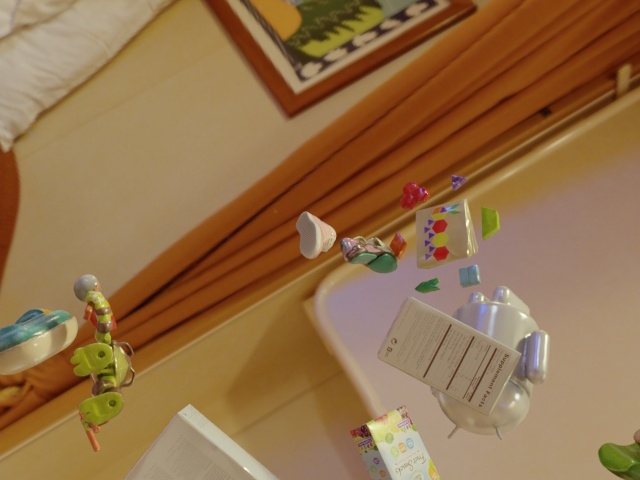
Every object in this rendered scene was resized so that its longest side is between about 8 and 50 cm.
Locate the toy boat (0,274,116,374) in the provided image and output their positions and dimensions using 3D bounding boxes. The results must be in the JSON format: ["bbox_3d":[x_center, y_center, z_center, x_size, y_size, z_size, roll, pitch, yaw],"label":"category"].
[{"bbox_3d":[-0.653,0.201,1.851,0.148,0.318,0.267,66,12,-4],"label":"toy boat"}]

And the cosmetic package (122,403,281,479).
[{"bbox_3d":[-0.290,0.578,1.571,0.284,0.377,0.097,40,4,6],"label":"cosmetic package"}]

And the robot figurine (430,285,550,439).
[{"bbox_3d":[0.371,0.275,1.673,0.200,0.353,0.300,37,-37,-25],"label":"robot figurine"}]

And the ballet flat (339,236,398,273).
[{"bbox_3d":[0.120,0.027,1.863,0.222,0.077,0.079,14,46,-54],"label":"ballet flat"}]

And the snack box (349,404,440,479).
[{"bbox_3d":[0.188,0.537,1.892,0.175,0.070,0.207,-10,71,-50],"label":"snack box"}]

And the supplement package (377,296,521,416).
[{"bbox_3d":[0.186,0.168,1.127,0.179,0.105,0.105,28,-3,5],"label":"supplement package"}]

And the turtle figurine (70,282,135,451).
[{"bbox_3d":[-0.322,0.205,1.135,0.217,0.087,0.269,-172,-95,-77],"label":"turtle figurine"}]

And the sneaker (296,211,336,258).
[{"bbox_3d":[0.000,0.000,1.334,0.070,0.051,0.134,32,18,-22],"label":"sneaker"}]

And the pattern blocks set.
[{"bbox_3d":[0.308,-0.019,1.891,0.026,0.286,0.324,42,50,-47],"label":"pattern blocks set"}]

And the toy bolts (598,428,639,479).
[{"bbox_3d":[0.342,0.304,0.740,0.158,0.228,0.218,45,3,-6],"label":"toy bolts"}]
